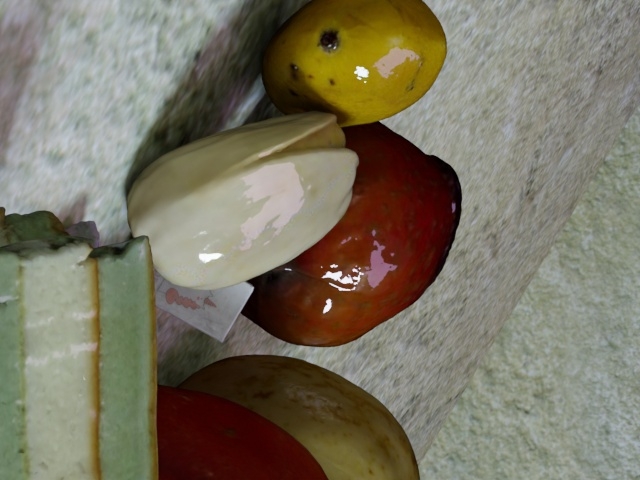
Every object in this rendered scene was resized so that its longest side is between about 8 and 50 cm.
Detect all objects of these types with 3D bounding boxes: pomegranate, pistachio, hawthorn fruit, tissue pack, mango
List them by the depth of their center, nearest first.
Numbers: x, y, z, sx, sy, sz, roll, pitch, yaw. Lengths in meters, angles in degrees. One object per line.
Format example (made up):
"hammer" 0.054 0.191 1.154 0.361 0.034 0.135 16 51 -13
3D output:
"pistachio" -0.055 -0.033 1.441 0.200 0.117 0.145 -20 173 -22
"tissue pack" -0.113 0.035 1.500 0.056 0.108 0.023 -58 -165 2
"mango" 0.025 -0.147 1.521 0.147 0.109 0.227 -14 175 -11
"hawthorn fruit" 0.000 0.000 1.616 0.250 0.215 0.215 -36 152 -57
"pomegranate" -0.037 0.283 1.789 0.342 0.342 0.342 -54 165 -22

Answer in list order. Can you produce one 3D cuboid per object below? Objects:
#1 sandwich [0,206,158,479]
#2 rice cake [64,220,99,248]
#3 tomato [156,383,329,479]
"sandwich" -0.223 0.079 1.131 0.155 0.227 0.198 -2 90 -45
"rice cake" -0.184 0.066 1.296 0.047 0.036 0.206 -52 -157 38
"tomato" -0.132 0.276 1.465 0.290 0.325 0.293 -62 163 15
